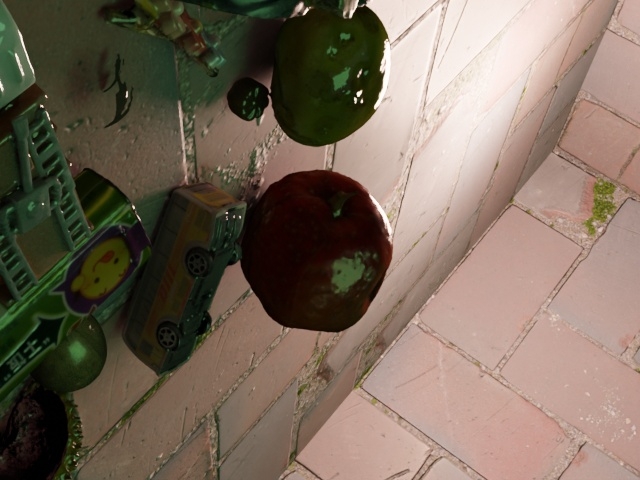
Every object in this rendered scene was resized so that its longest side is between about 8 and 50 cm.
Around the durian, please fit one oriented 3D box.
[{"bbox_3d":[-0.347,0.271,1.198,0.186,0.119,0.108,-59,158,8],"label":"durian"}]

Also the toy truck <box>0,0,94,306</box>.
[{"bbox_3d":[-0.273,-0.082,0.676,0.136,0.162,0.305,-47,161,-25],"label":"toy truck"}]

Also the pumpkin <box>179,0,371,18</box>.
[{"bbox_3d":[-0.062,-0.300,0.687,0.293,0.263,0.197,-37,151,-53],"label":"pumpkin"}]

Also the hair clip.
[{"bbox_3d":[-0.146,-0.220,0.953,0.056,0.062,0.214,-29,165,19],"label":"hair clip"}]

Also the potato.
[{"bbox_3d":[0.013,-0.217,1.202,0.253,0.149,0.186,36,68,-79],"label":"potato"}]

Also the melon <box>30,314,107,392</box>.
[{"bbox_3d":[-0.305,0.127,1.088,0.098,0.098,0.130,-45,154,-31],"label":"melon"}]

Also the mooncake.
[{"bbox_3d":[-0.152,-0.169,1.046,0.347,0.057,0.150,-42,146,-55],"label":"mooncake"}]

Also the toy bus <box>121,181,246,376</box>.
[{"bbox_3d":[-0.188,0.053,1.250,0.092,0.106,0.268,-24,142,-59],"label":"toy bus"}]

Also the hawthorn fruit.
[{"bbox_3d":[-0.007,0.015,1.453,0.258,0.258,0.261,-38,127,-44],"label":"hawthorn fruit"}]

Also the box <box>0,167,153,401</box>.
[{"bbox_3d":[-0.331,0.083,0.943,0.345,0.097,0.134,-48,153,-23],"label":"box"}]
